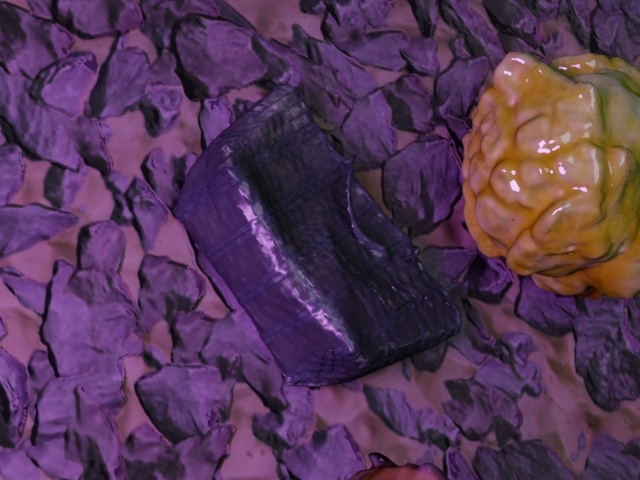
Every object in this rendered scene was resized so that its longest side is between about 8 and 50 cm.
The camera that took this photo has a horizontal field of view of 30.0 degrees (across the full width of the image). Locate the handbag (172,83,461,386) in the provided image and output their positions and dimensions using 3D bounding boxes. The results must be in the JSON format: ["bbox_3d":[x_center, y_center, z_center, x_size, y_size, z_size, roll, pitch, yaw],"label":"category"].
[{"bbox_3d":[0.000,0.000,1.002,0.175,0.089,0.270,-34,89,-43],"label":"handbag"}]

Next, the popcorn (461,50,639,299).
[{"bbox_3d":[0.237,-0.066,1.092,0.255,0.195,0.256,54,36,-7],"label":"popcorn"}]

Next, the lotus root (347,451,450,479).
[{"bbox_3d":[0.050,0.331,0.810,0.250,0.316,0.316,-36,90,-16],"label":"lotus root"}]
